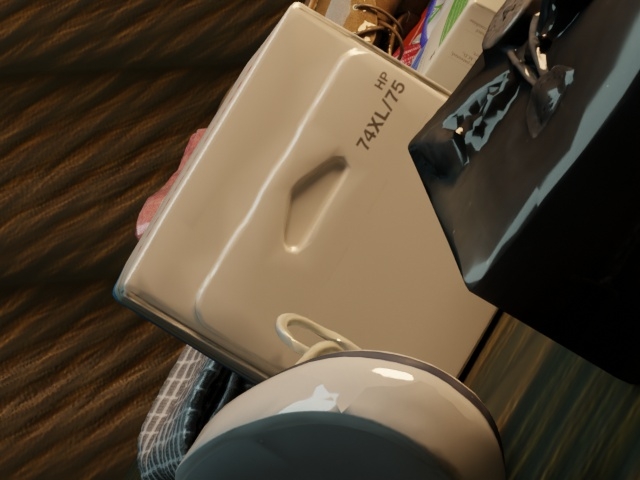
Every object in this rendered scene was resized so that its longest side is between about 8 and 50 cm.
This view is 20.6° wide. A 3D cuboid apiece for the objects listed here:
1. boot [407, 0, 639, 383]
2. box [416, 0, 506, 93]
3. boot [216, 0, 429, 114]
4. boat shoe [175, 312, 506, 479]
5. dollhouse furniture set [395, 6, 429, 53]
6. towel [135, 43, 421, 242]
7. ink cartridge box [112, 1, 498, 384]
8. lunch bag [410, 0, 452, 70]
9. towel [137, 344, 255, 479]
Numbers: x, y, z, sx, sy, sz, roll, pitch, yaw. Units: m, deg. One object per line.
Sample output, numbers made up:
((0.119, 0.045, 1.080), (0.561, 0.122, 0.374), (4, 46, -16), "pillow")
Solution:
((0.202, -0.197, 0.768), (0.445, 0.146, 0.367), (-62, 2, 22), "boot")
((0.126, -0.120, 1.139), (0.087, 0.102, 0.101), (-58, 6, 35), "box")
((0.042, -0.169, 1.388), (0.305, 0.112, 0.115), (-56, 33, 4), "boot")
((0.016, 0.113, 0.831), (0.156, 0.136, 0.367), (-59, -5, -32), "boat shoe")
((0.073, -0.182, 1.777), (0.262, 0.135, 0.259), (-60, 5, -6), "dollhouse furniture set")
((0.006, -0.100, 1.543), (0.329, 0.037, 0.237), (-22, 18, 16), "towel")
((0.000, 0.000, 1.123), (0.198, 0.197, 0.270), (-59, 5, -6), "ink cartridge box")
((0.165, -0.224, 1.303), (0.243, 0.115, 0.303), (-56, 4, 43), "lunch bag")
((-0.037, 0.085, 1.412), (0.284, 0.121, 0.235), (-61, 6, -17), "towel")
